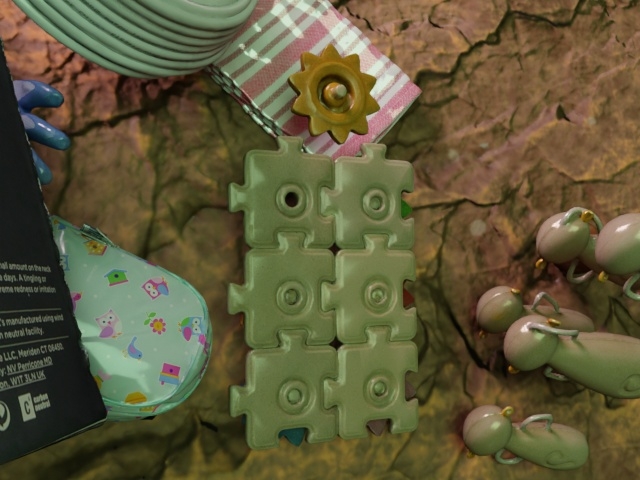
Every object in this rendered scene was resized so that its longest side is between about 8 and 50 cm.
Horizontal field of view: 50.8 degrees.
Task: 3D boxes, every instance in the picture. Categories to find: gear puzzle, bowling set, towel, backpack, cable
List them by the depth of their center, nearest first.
[{"bbox_3d":[-0.172,0.065,0.490,0.182,0.115,0.152,26,70,-14],"label":"backpack"},{"bbox_3d":[-0.149,-0.251,0.511,0.257,0.089,0.257,-22,86,-57],"label":"cable"},{"bbox_3d":[0.000,0.000,0.575,0.176,0.044,0.338,1,87,-25],"label":"gear puzzle"},{"bbox_3d":[0.208,0.054,0.602,0.154,0.287,0.200,17,31,-21],"label":"bowling set"},{"bbox_3d":[-0.013,-0.163,0.633,0.197,0.029,0.144,43,69,-5],"label":"towel"}]

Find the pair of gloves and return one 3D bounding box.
[{"bbox_3d":[-0.258,-0.035,0.471,0.198,0.159,0.023,-56,142,-5],"label":"pair of gloves"}]

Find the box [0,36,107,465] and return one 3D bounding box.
[{"bbox_3d":[-0.337,0.003,0.338,0.343,0.179,0.312,-19,84,7],"label":"box"}]
